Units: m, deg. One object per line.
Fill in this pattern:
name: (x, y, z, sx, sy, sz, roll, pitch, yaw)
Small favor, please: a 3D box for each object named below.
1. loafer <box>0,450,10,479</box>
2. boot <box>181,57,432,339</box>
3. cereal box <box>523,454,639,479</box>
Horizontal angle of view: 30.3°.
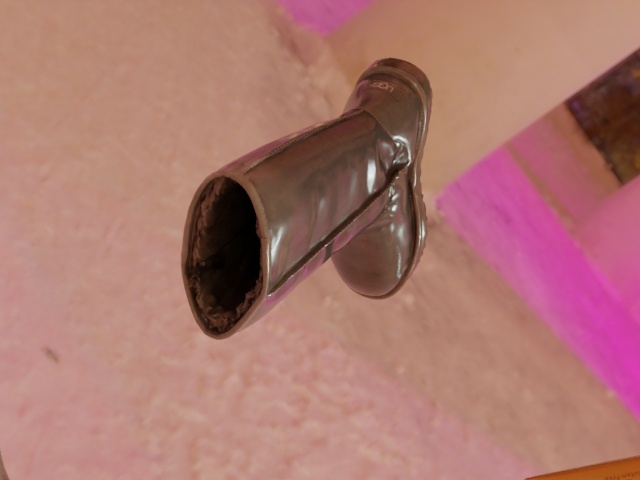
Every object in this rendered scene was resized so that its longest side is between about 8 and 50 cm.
loafer: (-0.320, 0.194, 0.960, 0.111, 0.112, 0.319, 21, 11, -43)
boot: (-0.002, 0.000, 0.703, 0.208, 0.076, 0.189, -53, 148, -51)
cereal box: (0.170, 0.177, 0.363, 0.047, 0.173, 0.240, 50, 28, -69)
